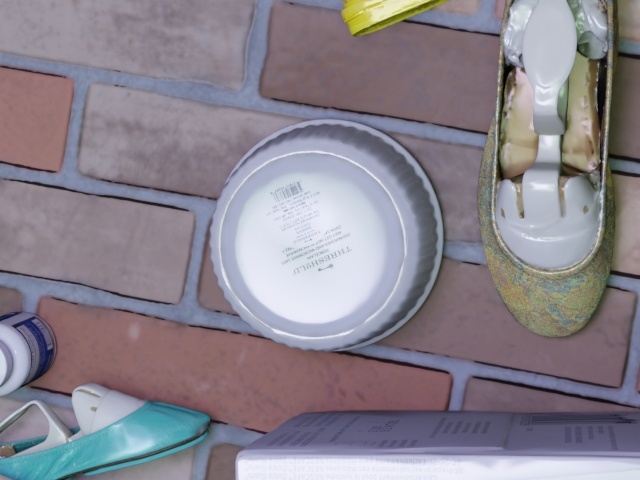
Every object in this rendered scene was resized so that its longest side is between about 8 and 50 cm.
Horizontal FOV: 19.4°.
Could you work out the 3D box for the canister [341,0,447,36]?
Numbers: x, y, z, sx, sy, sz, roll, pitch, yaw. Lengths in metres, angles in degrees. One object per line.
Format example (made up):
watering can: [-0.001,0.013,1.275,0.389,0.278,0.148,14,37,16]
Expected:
canister: [0.053,-0.276,1.601,0.126,0.073,0.170,-22,90,10]

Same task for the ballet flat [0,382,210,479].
ballet flat: [-0.224,0.177,1.682,0.247,0.083,0.087,-21,97,12]

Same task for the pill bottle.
pill bottle: [-0.283,0.103,1.666,0.067,0.120,0.067,1,95,9]

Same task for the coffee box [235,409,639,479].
coffee box: [0.125,0.317,1.502,0.338,0.337,0.334,-1,90,9]

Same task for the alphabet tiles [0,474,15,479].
alphabet tiles: [-0.324,0.274,1.700,0.237,0.009,0.198,20,127,7]

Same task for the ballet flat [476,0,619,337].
ballet flat: [0.193,-0.086,1.576,0.123,0.123,0.349,4,96,9]

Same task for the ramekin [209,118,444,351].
ramekin: [0.000,0.000,1.618,0.207,0.109,0.207,1,96,9]
